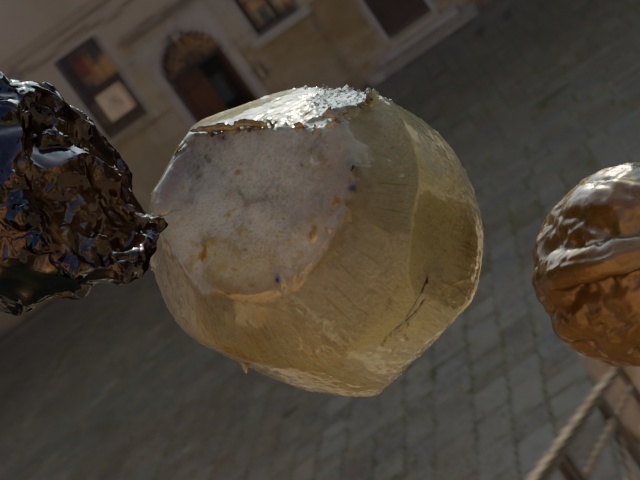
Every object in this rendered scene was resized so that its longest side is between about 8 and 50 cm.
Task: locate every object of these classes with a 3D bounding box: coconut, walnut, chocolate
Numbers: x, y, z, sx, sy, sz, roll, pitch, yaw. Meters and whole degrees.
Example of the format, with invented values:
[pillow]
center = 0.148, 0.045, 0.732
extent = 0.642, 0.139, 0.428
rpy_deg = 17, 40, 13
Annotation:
[coconut]
center = 0.000, 0.000, 1.498
extent = 0.346, 0.346, 0.360
rpy_deg = -33, -28, 13
[walnut]
center = 0.361, 0.025, 1.519
extent = 0.257, 0.224, 0.257
rpy_deg = -14, -8, -2
[chocolate]
center = -0.223, -0.023, 1.158
extent = 0.177, 0.206, 0.224
rpy_deg = 17, 40, 25
